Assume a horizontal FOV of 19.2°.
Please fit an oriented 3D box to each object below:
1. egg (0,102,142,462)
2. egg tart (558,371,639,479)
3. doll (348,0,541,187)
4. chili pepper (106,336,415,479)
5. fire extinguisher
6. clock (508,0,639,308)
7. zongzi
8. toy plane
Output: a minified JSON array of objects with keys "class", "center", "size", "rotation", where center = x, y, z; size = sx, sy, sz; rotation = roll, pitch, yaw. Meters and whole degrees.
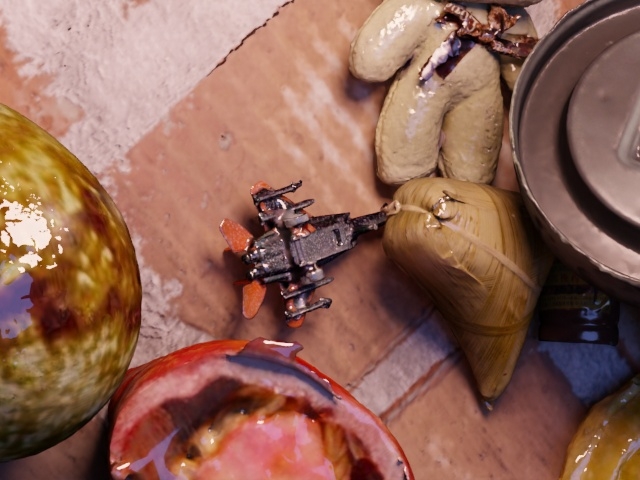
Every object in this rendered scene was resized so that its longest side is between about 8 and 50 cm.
[{"class":"egg","center":[-0.257,0.021,1.400],"size":[0.238,0.238,0.289],"rotation":[-15,84,-26]},{"class":"egg tart","center":[0.358,0.255,1.777],"size":[0.290,0.115,0.290],"rotation":[0,91,-26]},{"class":"doll","center":[0.129,-0.177,1.665],"size":[0.175,0.149,0.278],"rotation":[-10,109,-59]},{"class":"chili pepper","center":[-0.065,0.193,1.485],"size":[0.251,0.305,0.229],"rotation":[29,84,-11]},{"class":"fire extinguisher","center":[0.245,-0.028,1.761],"size":[0.075,0.106,0.252],"rotation":[2,86,11]},{"class":"clock","center":[0.322,-0.083,1.612],"size":[0.325,0.067,0.325],"rotation":[-2,61,4]},{"class":"zongzi","center":[0.123,0.046,1.659],"size":[0.194,0.099,0.197],"rotation":[13,93,-43]},{"class":"toy plane","center":[0.002,0.000,1.628],"size":[0.189,0.061,0.130],"rotation":[-19,96,-26]}]
